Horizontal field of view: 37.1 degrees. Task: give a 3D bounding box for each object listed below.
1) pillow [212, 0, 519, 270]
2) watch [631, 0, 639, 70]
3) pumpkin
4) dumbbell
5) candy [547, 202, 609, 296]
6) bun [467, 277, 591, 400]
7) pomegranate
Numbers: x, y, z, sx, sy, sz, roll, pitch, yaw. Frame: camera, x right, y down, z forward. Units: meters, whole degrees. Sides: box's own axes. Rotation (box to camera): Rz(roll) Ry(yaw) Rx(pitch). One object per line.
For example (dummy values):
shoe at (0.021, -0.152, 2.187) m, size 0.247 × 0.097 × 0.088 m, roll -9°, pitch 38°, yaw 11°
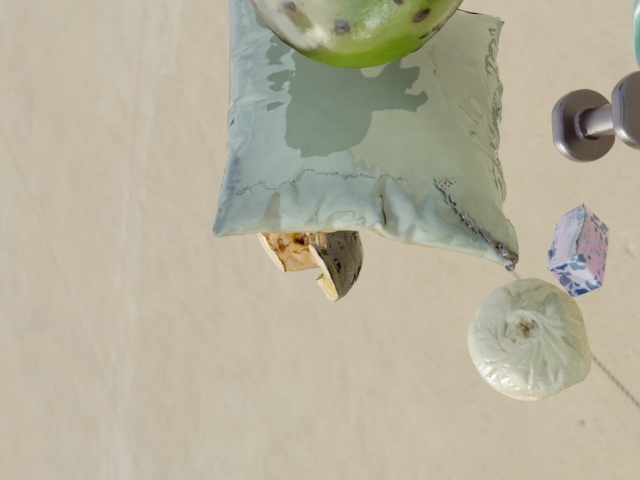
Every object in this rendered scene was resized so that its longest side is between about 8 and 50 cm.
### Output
pillow at (0.048, -0.128, 0.958) m, size 0.119 × 0.312 × 0.310 m, roll 127°, pitch 148°, yaw -64°
watch at (0.505, -0.276, 1.248) m, size 0.195 × 0.068 × 0.237 m, roll 60°, pitch 153°, yaw -2°
pumpkin at (0.000, 0.000, 1.320) m, size 0.183 × 0.107 × 0.119 m, roll 34°, pitch 147°, yaw 45°
dumbbell at (0.519, -0.216, 1.690) m, size 0.225 × 0.124 × 0.140 m, roll 171°, pitch 96°, yaw -71°
candy at (0.471, 0.015, 1.735) m, size 0.073 × 0.092 × 0.160 m, roll -32°, pitch 23°, yaw 40°
bun at (0.392, 0.171, 1.779) m, size 0.244 × 0.244 × 0.153 m, roll 59°, pitch 179°, yaw 38°
pomegranate at (0.051, -0.276, 0.793) m, size 0.231 × 0.286 × 0.231 m, roll 31°, pitch 138°, yaw 33°
